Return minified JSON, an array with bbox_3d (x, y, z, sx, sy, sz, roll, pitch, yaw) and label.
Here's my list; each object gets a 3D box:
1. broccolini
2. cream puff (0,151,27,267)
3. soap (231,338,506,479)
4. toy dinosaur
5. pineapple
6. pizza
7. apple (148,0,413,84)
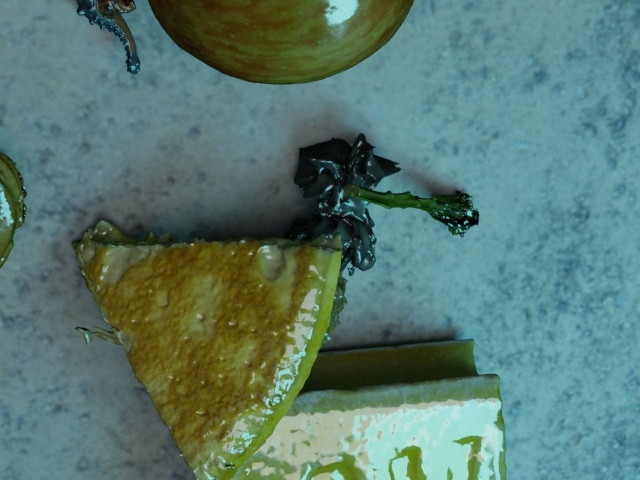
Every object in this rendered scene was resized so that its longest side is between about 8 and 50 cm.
[{"bbox_3d":[0.096,-0.043,1.505,0.218,0.044,0.042,14,118,-51],"label":"broccolini"},{"bbox_3d":[-0.366,-0.030,1.413,0.165,0.115,0.150,-18,120,-16],"label":"cream puff"},{"bbox_3d":[0.033,0.271,1.597,0.335,0.156,0.293,-3,109,-10],"label":"soap"},{"bbox_3d":[-0.209,-0.230,1.412,0.055,0.049,0.154,-28,108,-5],"label":"toy dinosaur"},{"bbox_3d":[0.000,0.000,1.517,0.119,0.111,0.237,23,97,-37],"label":"pineapple"},{"bbox_3d":[-0.126,0.061,1.469,0.287,0.075,0.280,36,94,20],"label":"pizza"},{"bbox_3d":[-0.053,-0.288,1.313,0.250,0.277,0.309,-19,101,17],"label":"apple"}]
